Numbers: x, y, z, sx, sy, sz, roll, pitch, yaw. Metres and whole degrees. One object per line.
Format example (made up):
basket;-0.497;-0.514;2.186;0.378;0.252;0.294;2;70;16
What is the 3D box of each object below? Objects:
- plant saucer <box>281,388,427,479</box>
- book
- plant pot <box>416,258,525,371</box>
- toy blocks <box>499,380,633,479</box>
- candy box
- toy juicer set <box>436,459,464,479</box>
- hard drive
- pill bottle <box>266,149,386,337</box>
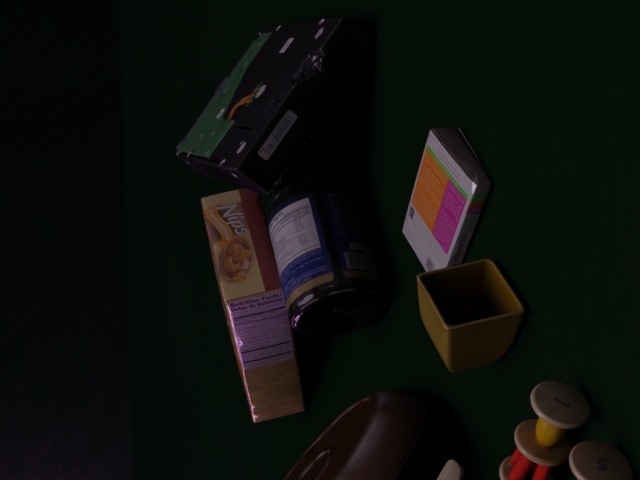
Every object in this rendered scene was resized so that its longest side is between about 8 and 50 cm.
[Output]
plant saucer;0.002;0.278;1.238;0.310;0.050;0.310;-49;4;4
book;0.130;-0.032;1.172;0.096;0.035;0.144;-116;31;-42
plant pot;0.143;0.081;1.086;0.081;0.081;0.083;-116;19;-48
toy blocks;0.203;0.216;0.967;0.123;0.054;0.148;-117;30;-45
candy box;-0.091;0.097;1.571;0.316;0.088;0.183;83;171;-51
toy juicer set;0.140;0.348;0.915;0.089;0.209;0.329;54;170;-35
hard drive;-0.074;-0.183;1.493;0.237;0.064;0.339;-56;22;-6
pill bottle;0.000;0.000;1.394;0.123;0.123;0.219;117;146;-52
